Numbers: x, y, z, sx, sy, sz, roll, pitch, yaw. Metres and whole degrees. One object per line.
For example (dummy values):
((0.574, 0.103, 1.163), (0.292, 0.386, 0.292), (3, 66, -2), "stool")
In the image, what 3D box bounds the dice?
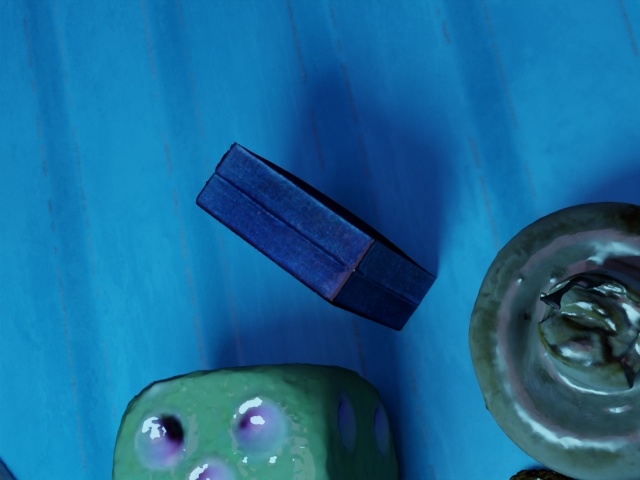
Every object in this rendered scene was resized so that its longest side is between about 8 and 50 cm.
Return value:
((-0.080, 0.347, 1.611), (0.318, 0.322, 0.330), (-9, 76, 20), "dice")

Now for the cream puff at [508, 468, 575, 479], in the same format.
((0.294, 0.375, 1.580), (0.149, 0.084, 0.149), (-5, 75, 20), "cream puff")

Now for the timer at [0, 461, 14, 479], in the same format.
((-0.580, 0.462, 1.938), (0.191, 0.069, 0.208), (43, 98, 27), "timer")

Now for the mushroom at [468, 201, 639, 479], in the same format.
((0.359, 0.123, 1.491), (0.362, 0.294, 0.362), (-5, 77, 20), "mushroom")

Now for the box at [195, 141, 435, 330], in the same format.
((0.000, 0.000, 1.679), (0.261, 0.279, 0.116), (34, 91, 25), "box")
